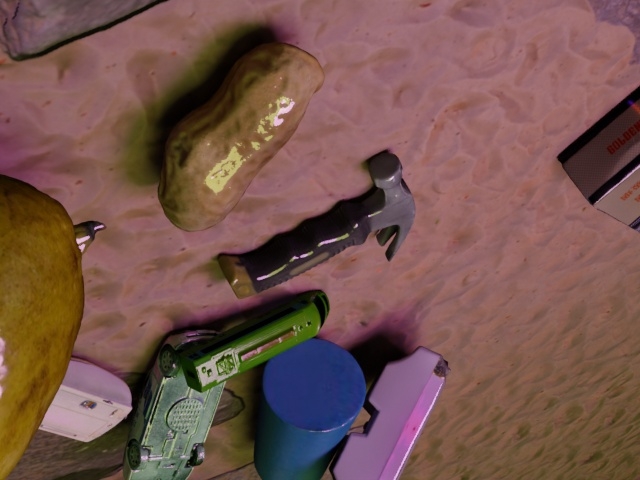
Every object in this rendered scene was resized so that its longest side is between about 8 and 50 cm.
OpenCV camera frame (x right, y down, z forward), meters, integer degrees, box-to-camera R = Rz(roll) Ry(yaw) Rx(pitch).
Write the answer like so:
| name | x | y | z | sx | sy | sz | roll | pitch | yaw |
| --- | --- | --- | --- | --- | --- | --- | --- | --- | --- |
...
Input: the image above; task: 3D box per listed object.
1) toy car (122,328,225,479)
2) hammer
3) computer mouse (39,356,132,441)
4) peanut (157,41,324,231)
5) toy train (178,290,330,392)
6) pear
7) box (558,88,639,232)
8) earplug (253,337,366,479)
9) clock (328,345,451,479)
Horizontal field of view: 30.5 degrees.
| name | x | y | z | sx | sy | sz | roll | pitch | yaw |
| --- | --- | --- | --- | --- | --- | --- | --- | --- | --- |
| toy car | -0.175 | 0.196 | 1.410 | 0.090 | 0.076 | 0.224 | 5 | 116 | -35 |
| hammer | 0.000 | 0.000 | 1.304 | 0.226 | 0.041 | 0.158 | -27 | 147 | -6 |
| computer mouse | -0.293 | 0.175 | 1.313 | 0.102 | 0.045 | 0.199 | -38 | 148 | 12 |
| peanut | -0.079 | -0.091 | 1.058 | 0.214 | 0.099 | 0.099 | -42 | 147 | 24 |
| toy train | -0.063 | 0.114 | 1.371 | 0.209 | 0.042 | 0.044 | -25 | 114 | -29 |
| pear | -0.328 | 0.070 | 0.931 | 0.375 | 0.287 | 0.287 | -33 | 154 | -31 |
| box | 0.459 | -0.099 | 1.495 | 0.198 | 0.084 | 0.310 | -42 | 147 | 20 |
| earplug | -0.029 | 0.254 | 1.577 | 0.132 | 0.132 | 0.273 | -16 | 151 | -21 |
| clock | 0.083 | 0.260 | 1.584 | 0.253 | 0.083 | 0.186 | -62 | 175 | -10 |
